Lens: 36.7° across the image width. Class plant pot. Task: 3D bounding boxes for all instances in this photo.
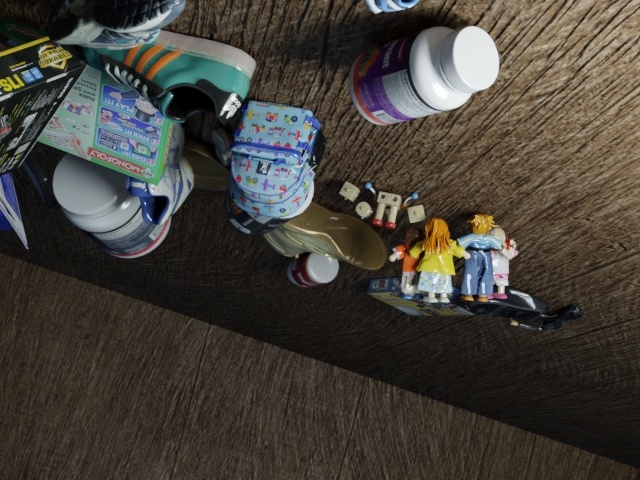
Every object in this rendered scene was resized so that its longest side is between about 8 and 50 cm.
[{"bbox_3d":[-0.282,-0.167,1.981,0.236,0.032,0.236,16,164,5],"label":"plant pot"}]

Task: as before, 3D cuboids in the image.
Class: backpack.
[{"bbox_3d":[-0.084,-0.134,1.638,0.158,0.173,0.117,15,163,12],"label":"backpack"}]

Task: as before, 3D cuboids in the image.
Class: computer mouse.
[{"bbox_3d":[0.454,0.153,2.220,0.262,0.060,0.184,7,160,-6],"label":"computer mouse"}]

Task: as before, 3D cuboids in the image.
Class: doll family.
[{"bbox_3d":[0.265,0.031,1.799,0.263,0.163,0.118,0,-176,-13],"label":"doll family"}]

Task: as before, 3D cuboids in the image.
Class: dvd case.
[{"bbox_3d":[-0.620,-0.197,1.976,0.253,0.022,0.180,58,165,7],"label":"dvd case"}]

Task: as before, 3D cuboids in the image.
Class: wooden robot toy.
[{"bbox_3d":[0.123,-0.060,1.854,0.173,0.076,0.079,14,174,14],"label":"wooden robot toy"}]

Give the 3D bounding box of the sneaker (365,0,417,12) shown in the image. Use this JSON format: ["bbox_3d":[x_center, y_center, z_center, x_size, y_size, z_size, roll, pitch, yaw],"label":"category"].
[{"bbox_3d":[0.072,-0.313,1.120,0.059,0.053,0.144,11,171,25],"label":"sneaker"}]

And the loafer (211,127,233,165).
[{"bbox_3d":[-0.178,-0.185,1.824,0.045,0.039,0.125,48,166,14],"label":"loafer"}]

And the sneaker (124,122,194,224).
[{"bbox_3d":[-0.318,-0.148,1.821,0.112,0.131,0.296,10,144,21],"label":"sneaker"}]

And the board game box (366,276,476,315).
[{"bbox_3d":[0.252,0.140,2.402,0.165,0.042,0.243,27,161,-30],"label":"board game box"}]

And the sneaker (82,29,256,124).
[{"bbox_3d":[-0.255,-0.256,1.509,0.302,0.121,0.108,12,164,22],"label":"sneaker"}]

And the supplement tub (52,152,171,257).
[{"bbox_3d":[-0.458,-0.087,2.138,0.191,0.191,0.272,13,163,16],"label":"supplement tub"}]

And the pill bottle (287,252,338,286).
[{"bbox_3d":[-0.023,0.070,2.385,0.086,0.086,0.152,24,163,-20],"label":"pill bottle"}]

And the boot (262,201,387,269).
[{"bbox_3d":[0.000,0.000,2.117,0.262,0.095,0.203,23,162,-13],"label":"boot"}]

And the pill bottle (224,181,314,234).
[{"bbox_3d":[-0.112,-0.083,1.905,0.130,0.130,0.246,22,163,-16],"label":"pill bottle"}]

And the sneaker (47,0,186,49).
[{"bbox_3d":[-0.266,-0.330,1.369,0.122,0.110,0.283,9,177,-45],"label":"sneaker"}]

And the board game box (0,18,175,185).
[{"bbox_3d":[-0.411,-0.236,1.682,0.317,0.046,0.213,21,136,-1],"label":"board game box"}]

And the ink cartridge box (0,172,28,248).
[{"bbox_3d":[-0.657,-0.152,1.877,0.175,0.069,0.371,73,170,-49],"label":"ink cartridge box"}]

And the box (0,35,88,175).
[{"bbox_3d":[-0.549,-0.182,1.562,0.079,0.257,0.322,51,132,2],"label":"box"}]

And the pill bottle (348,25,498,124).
[{"bbox_3d":[0.135,-0.218,1.260,0.108,0.108,0.193,28,160,-32],"label":"pill bottle"}]
